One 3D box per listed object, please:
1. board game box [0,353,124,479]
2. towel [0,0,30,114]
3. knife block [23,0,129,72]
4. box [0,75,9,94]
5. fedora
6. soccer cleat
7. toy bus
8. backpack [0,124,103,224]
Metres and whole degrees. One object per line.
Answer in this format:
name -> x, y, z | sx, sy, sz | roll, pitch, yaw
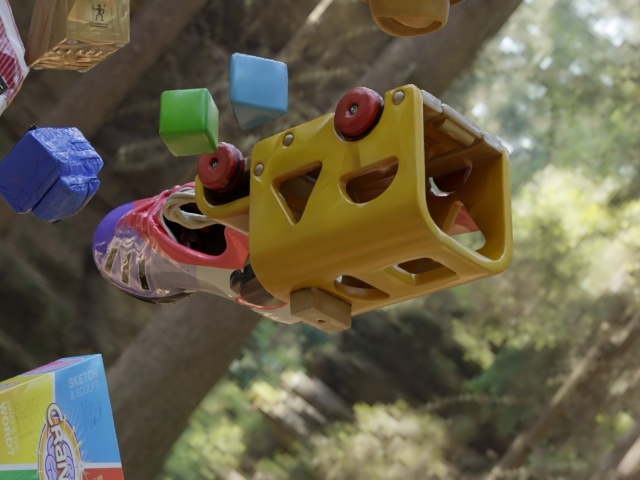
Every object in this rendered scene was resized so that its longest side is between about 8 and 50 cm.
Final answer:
board game box -> -0.346, 0.284, 2.002 | 0.064, 0.242, 0.316 | -8, 4, 22
towel -> -0.459, -0.253, 2.145 | 0.037, 0.329, 0.237 | -7, -62, 14
knife block -> -0.315, -0.365, 2.194 | 0.088, 0.242, 0.275 | 2, -8, -25
box -> -0.414, -0.197, 1.927 | 0.062, 0.052, 0.083 | 16, -37, 46
fedora -> 0.130, -0.351, 2.454 | 0.194, 0.079, 0.194 | 1, -15, 0
soccer cleat -> -0.110, -0.007, 1.369 | 0.116, 0.109, 0.318 | 40, -18, -34
toy bus -> 0.006, -0.005, 0.910 | 0.190, 0.104, 0.202 | 3, -25, -4
backpack -> -0.312, -0.075, 1.947 | 0.101, 0.098, 0.120 | 51, 21, 6
